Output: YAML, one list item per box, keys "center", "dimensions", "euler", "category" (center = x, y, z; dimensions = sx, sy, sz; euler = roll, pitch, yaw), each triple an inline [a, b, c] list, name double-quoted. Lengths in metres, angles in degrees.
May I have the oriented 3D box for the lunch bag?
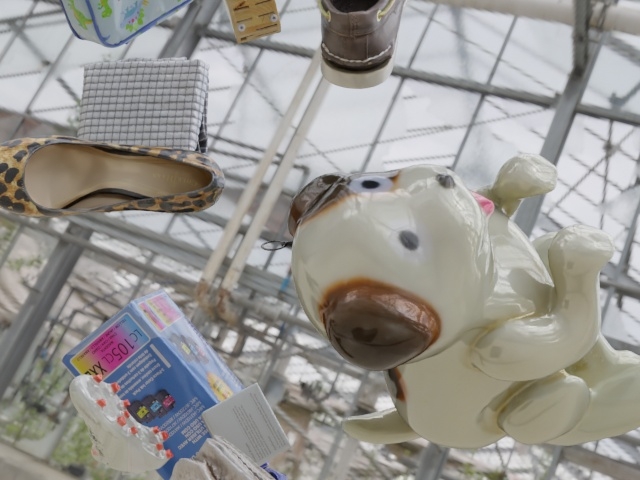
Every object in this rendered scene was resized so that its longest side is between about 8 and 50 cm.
- center: [-0.270, -0.382, 1.142]
  dimensions: [0.090, 0.219, 0.176]
  euler: [24, -36, 34]
  category: "lunch bag"

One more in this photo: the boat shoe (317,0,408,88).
- center: [0.053, -0.322, 0.992]
  dimensions: [0.116, 0.324, 0.097]
  euler: [4, -40, 6]
  category: "boat shoe"

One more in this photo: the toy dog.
- center: [0.132, 0.062, 0.912]
  dimensions: [0.395, 0.284, 0.408]
  euler: [-26, -40, 22]
  category: "toy dog"

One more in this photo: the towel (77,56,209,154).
- center: [-0.372, -0.269, 1.754]
  dimensions: [0.283, 0.235, 0.121]
  euler: [-1, -17, 11]
  category: "towel"

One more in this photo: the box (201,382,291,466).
- center: [-0.105, 0.264, 1.129]
  dimensions: [0.101, 0.087, 0.102]
  euler: [60, -15, 8]
  category: "box"

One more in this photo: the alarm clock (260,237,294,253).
- center: [0.000, 0.000, 1.304]
  dimensions: [0.192, 0.064, 0.129]
  euler: [-6, 25, -10]
  category: "alarm clock"

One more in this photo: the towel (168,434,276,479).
- center: [-0.074, 0.293, 0.547]
  dimensions: [0.187, 0.282, 0.049]
  euler: [25, 9, 42]
  category: "towel"

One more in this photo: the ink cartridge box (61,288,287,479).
- center: [-0.214, 0.282, 1.356]
  dimensions: [0.395, 0.151, 0.270]
  euler: [52, 1, -1]
  category: "ink cartridge box"

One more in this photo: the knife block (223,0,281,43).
- center: [-0.165, -0.537, 1.551]
  dimensions: [0.242, 0.088, 0.276]
  euler: [-118, -168, -63]
  category: "knife block"

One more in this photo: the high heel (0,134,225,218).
- center: [-0.237, -0.071, 0.846]
  dimensions: [0.261, 0.093, 0.186]
  euler: [3, -3, -32]
  category: "high heel"

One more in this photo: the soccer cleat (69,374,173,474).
- center: [-0.245, 0.225, 0.951]
  dimensions: [0.196, 0.076, 0.068]
  euler: [61, 4, -47]
  category: "soccer cleat"
